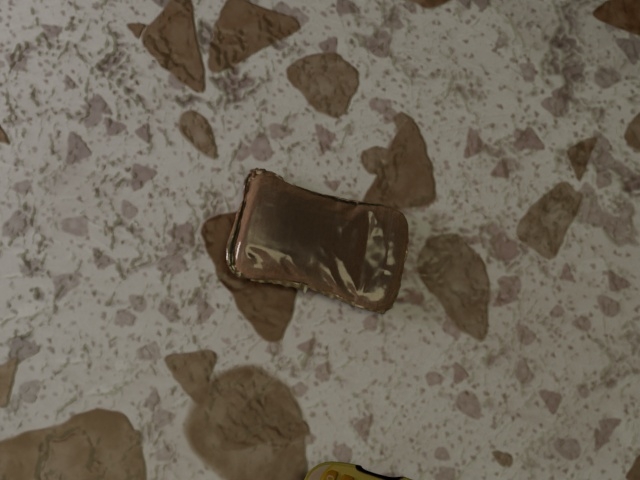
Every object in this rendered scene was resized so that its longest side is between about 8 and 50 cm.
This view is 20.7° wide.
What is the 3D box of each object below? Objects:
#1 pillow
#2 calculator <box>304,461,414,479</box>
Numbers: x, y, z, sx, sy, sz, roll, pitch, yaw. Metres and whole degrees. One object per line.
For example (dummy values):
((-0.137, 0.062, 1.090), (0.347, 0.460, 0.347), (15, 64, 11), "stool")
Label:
((0.000, 0.003, 2.030), (0.211, 0.034, 0.135), (17, 70, -11), "pillow")
((0.070, 0.331, 1.918), (0.237, 0.033, 0.157), (21, 63, 0), "calculator")
